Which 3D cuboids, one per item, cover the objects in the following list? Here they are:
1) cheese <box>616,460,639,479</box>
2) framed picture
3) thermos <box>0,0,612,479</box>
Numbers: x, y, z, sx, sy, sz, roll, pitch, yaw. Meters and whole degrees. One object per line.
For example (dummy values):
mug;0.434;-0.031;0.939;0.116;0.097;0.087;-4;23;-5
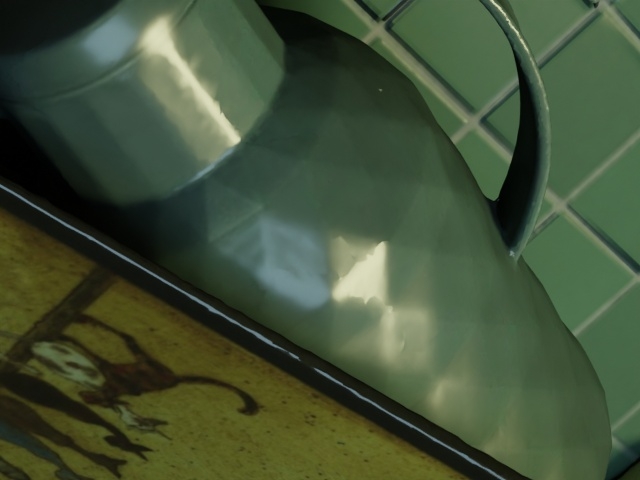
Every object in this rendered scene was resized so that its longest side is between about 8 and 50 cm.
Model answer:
cheese;0.188;0.202;0.959;0.127;0.050;0.255;-37;131;6
framed picture;-0.068;0.096;0.659;0.338;0.014;0.255;31;137;-21
thermos;0.000;0.000;0.658;0.182;0.145;0.286;-25;132;9
